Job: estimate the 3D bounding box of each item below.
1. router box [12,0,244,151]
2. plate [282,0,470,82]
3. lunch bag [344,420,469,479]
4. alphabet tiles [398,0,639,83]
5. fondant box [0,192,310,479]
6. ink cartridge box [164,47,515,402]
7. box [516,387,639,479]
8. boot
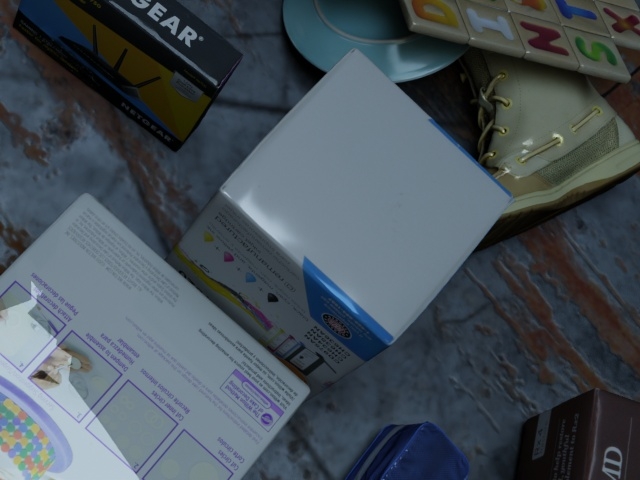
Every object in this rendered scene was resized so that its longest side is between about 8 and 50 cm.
[{"bbox_3d":[-0.162,-0.166,1.247,0.179,0.133,0.046,37,61,-4],"label":"router box"},{"bbox_3d":[0.058,-0.220,1.366,0.188,0.024,0.188,-3,55,5],"label":"plate"},{"bbox_3d":[0.065,0.200,1.236,0.067,0.065,0.098,51,60,-15],"label":"lunch bag"},{"bbox_3d":[0.149,-0.264,1.394,0.342,0.011,0.285,10,44,-25],"label":"alphabet tiles"},{"bbox_3d":[-0.201,0.162,1.131,0.238,0.096,0.330,42,61,-2],"label":"fondant box"},{"bbox_3d":[0.000,0.000,1.191,0.171,0.232,0.168,42,64,-2],"label":"ink cartridge box"},{"bbox_3d":[0.354,0.277,1.278,0.381,0.143,0.191,18,66,-12],"label":"box"},{"bbox_3d":[0.156,-0.110,1.369,0.262,0.095,0.203,-23,80,-28],"label":"boot"}]
